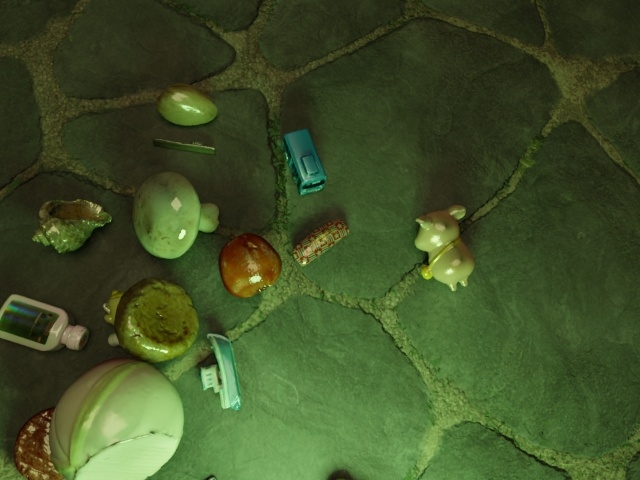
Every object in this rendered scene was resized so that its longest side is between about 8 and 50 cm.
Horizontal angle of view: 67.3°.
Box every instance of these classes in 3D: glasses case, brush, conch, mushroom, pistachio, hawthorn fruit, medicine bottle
[{"bbox_3d":[0.000,0.000,1.462,0.194,0.049,0.073,-36,82,-17],"label":"glasses case"},{"bbox_3d":[-0.421,-0.298,1.493,0.190,0.034,0.028,7,63,-7],"label":"brush"},{"bbox_3d":[-0.691,-0.052,1.328,0.207,0.130,0.155,-29,93,-30],"label":"conch"},{"bbox_3d":[-0.401,-0.072,1.357,0.243,0.243,0.244,2,73,-8],"label":"mushroom"},{"bbox_3d":[-0.414,-0.422,1.494,0.185,0.108,0.126,3,96,-15],"label":"pistachio"},{"bbox_3d":[-0.206,0.054,1.347,0.179,0.179,0.201,-23,77,-14],"label":"hawthorn fruit"},{"bbox_3d":[-0.729,0.228,1.266,0.219,0.078,0.115,19,70,-3],"label":"medicine bottle"}]

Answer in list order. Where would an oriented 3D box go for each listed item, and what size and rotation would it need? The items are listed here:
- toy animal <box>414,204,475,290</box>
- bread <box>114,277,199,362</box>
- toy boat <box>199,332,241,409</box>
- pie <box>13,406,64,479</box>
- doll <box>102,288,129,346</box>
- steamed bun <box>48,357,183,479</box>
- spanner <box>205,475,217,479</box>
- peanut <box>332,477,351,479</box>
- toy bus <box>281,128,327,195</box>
[{"bbox_3d":[0.379,0.030,1.470,0.165,0.149,0.248,-20,89,-29],"label":"toy animal"},{"bbox_3d":[-0.432,0.214,1.263,0.230,0.123,0.230,31,41,-31],"label":"bread"},{"bbox_3d":[-0.279,0.355,1.295,0.102,0.088,0.215,-11,77,-8],"label":"toy boat"},{"bbox_3d":[-0.673,0.513,1.207,0.182,0.049,0.183,2,75,-7],"label":"pie"},{"bbox_3d":[-0.534,0.214,1.309,0.105,0.062,0.163,-6,73,-12],"label":"doll"},{"bbox_3d":[-0.491,0.410,1.155,0.309,0.309,0.310,2,73,-8],"label":"steamed bun"},{"bbox_3d":[-0.355,0.677,1.228,0.208,0.012,0.046,-31,81,-17],"label":"spanner"},{"bbox_3d":[0.096,0.717,1.229,0.129,0.129,0.224,-40,83,-17],"label":"peanut"},{"bbox_3d":[-0.051,-0.243,1.496,0.090,0.106,0.185,-18,77,-16],"label":"toy bus"}]
